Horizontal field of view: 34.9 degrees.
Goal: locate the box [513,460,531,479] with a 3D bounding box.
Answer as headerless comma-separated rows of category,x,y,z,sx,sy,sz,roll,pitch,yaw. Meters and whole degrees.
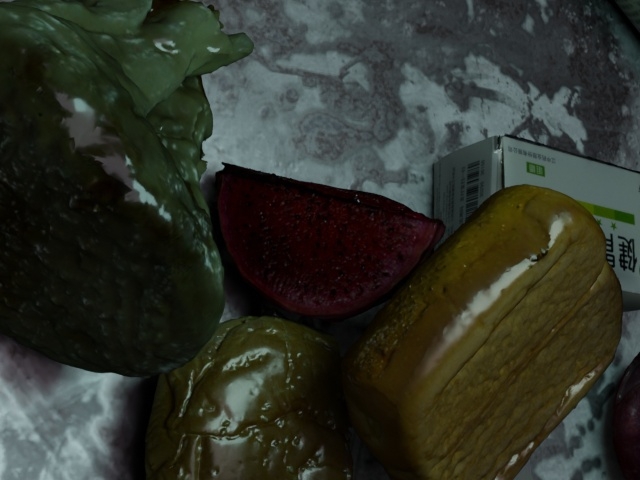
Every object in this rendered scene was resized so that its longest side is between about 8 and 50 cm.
box,0.195,0.321,1.237,0.129,0.051,0.130,2,77,-32

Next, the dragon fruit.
dragon fruit,0.000,0.000,1.120,0.261,0.163,0.189,19,67,17

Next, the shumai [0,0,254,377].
shumai,-0.206,-0.096,0.952,0.397,0.324,0.323,52,44,-17

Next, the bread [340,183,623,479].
bread,0.164,0.108,1.079,0.337,0.148,0.328,-48,141,-11

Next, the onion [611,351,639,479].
onion,0.511,0.274,1.345,0.256,0.272,0.230,16,72,10

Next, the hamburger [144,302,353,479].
hamburger,-0.085,0.206,1.043,0.211,0.132,0.309,16,72,-31

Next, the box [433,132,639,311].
box,0.307,-0.012,1.331,0.332,0.145,0.173,11,71,-30

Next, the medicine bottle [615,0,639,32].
medicine bottle,0.596,-0.366,1.552,0.388,0.219,0.219,45,59,-15
